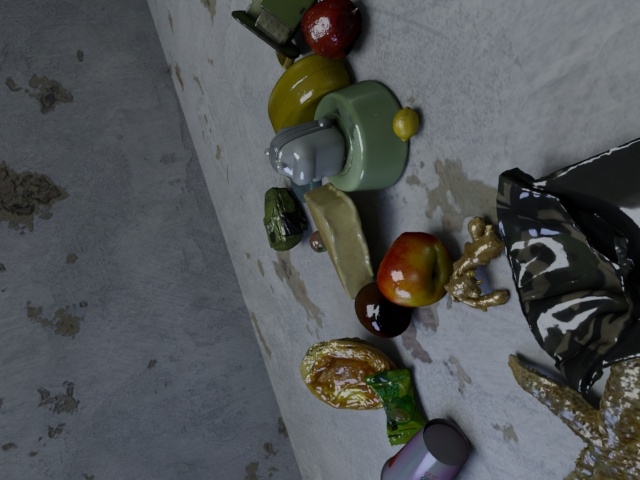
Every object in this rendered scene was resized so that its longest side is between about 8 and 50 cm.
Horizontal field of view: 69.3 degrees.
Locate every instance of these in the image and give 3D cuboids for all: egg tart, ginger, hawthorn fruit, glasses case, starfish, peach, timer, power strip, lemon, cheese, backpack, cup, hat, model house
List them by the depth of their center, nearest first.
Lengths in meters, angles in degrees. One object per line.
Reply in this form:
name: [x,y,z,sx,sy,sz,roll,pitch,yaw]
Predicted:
hat: [0.458,0.020,0.683,0.382,0.257,0.366,-18,70,31]
starfish: [0.490,0.332,0.860,0.324,0.082,0.432,57,154,23]
ginger: [0.333,0.063,0.999,0.176,0.052,0.193,-37,82,33]
lemon: [0.200,-0.271,1.082,0.062,0.062,0.083,41,138,49]
peach: [0.220,0.069,1.120,0.192,0.190,0.190,3,109,56]
hawthorn fruit: [0.039,-0.538,1.160,0.172,0.148,0.148,-21,87,49]
timer: [0.015,-0.239,1.190,0.291,0.315,0.290,45,145,45]
cup: [0.308,0.646,1.332,0.203,0.203,0.288,53,142,37]
model house: [-0.087,-0.708,1.347,0.278,0.218,0.205,-50,12,26]
cheese: [0.056,-0.025,1.359,0.384,0.104,0.383,157,90,-86]
glasses case: [-0.055,-0.416,1.386,0.141,0.173,0.371,67,155,6]
egg tart: [0.108,0.435,1.557,0.150,0.352,0.352,-67,-17,-52]
cheese: [-0.135,-0.662,1.558,0.162,0.036,0.086,65,153,16]
peach: [-0.001,0.002,1.661,0.083,0.083,0.083,44,143,47]
power strip: [-0.051,-0.200,1.676,0.216,0.044,0.137,42,142,49]
backpack: [-0.147,-0.090,1.846,0.207,0.140,0.253,147,110,-65]

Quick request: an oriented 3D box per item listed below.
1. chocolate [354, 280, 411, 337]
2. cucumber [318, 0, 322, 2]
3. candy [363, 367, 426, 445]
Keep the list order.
chocolate: [0.177,0.193,1.338,0.177,0.177,0.176,44,143,47]
cucumber: [0.021,-0.616,1.254,0.053,0.053,0.181,33,137,54]
candy: [0.241,0.513,1.434,0.246,0.149,0.069,71,-161,1]
